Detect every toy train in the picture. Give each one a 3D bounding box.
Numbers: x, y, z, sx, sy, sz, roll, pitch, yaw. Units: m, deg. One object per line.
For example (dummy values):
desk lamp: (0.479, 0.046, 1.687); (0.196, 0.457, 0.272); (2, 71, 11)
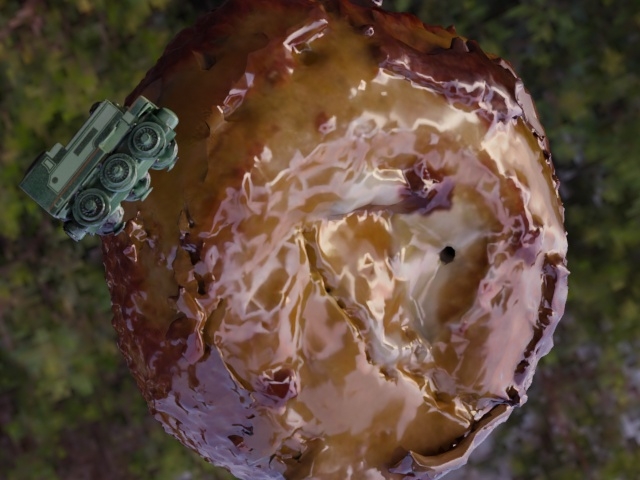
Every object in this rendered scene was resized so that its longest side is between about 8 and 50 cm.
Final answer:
toy train: (-0.110, -0.041, 0.906); (0.083, 0.053, 0.033); (-51, 161, 1)

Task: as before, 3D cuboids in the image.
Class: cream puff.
cream puff: (0.004, -0.002, 1.155); (0.350, 0.350, 0.229); (-17, -167, -23)
